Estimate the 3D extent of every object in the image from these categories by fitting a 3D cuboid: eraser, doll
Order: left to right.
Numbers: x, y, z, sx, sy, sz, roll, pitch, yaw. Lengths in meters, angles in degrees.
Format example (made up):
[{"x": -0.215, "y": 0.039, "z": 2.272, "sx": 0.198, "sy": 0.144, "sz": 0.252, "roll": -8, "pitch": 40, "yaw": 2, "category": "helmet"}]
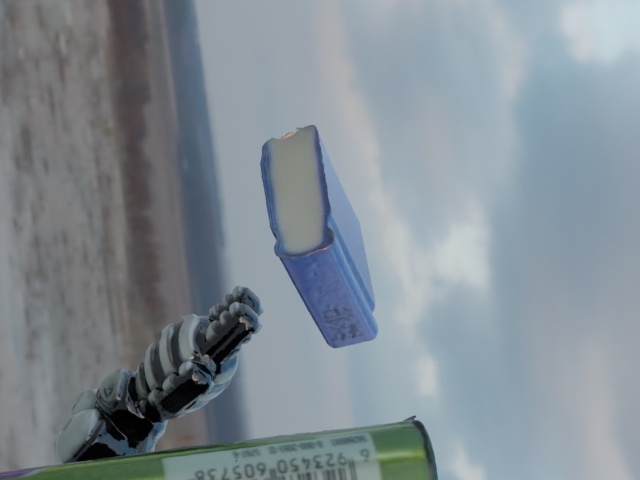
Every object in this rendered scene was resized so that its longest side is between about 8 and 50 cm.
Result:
[{"x": -0.125, "y": 0.115, "z": 1.048, "sx": 0.067, "sy": 0.219, "sz": 0.091, "roll": 41, "pitch": 16, "yaw": -16, "category": "doll"}, {"x": 0.000, "y": 0.000, "z": 0.634, "sx": 0.085, "sy": 0.027, "sz": 0.063, "roll": 63, "pitch": 16, "yaw": -57, "category": "eraser"}]

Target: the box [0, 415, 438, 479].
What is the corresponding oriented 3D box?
[{"x": -0.100, "y": 0.182, "z": 0.950, "sx": 0.134, "sy": 0.345, "sz": 0.097, "roll": 142, "pitch": -58, "yaw": -72, "category": "box"}]
